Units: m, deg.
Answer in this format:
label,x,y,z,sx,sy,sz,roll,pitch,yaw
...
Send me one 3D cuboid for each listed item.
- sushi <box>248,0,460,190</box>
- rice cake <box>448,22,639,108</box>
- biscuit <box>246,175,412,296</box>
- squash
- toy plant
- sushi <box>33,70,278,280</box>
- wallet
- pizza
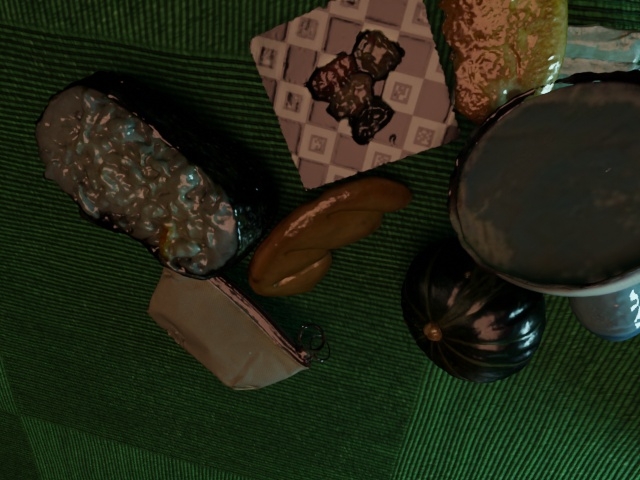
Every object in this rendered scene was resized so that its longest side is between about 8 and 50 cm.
label,x,y,z,sx,sy,sz,roll,pitch,yaw
sushi,0.048,-0.210,0.614,0.231,0.047,0.220,-17,108,16
rice cake,0.281,-0.211,0.559,0.210,0.038,0.124,13,120,7
biscuit,-0.002,-0.002,0.699,0.154,0.045,0.299,18,129,-41
squash,0.220,0.098,0.658,0.172,0.218,0.218,-29,113,-16
toy plant,0.330,-0.015,0.532,0.247,0.247,0.332,-37,139,27
sushi,-0.233,-0.097,0.669,0.349,0.171,0.211,32,118,-3
wallet,-0.178,0.165,0.838,0.335,0.068,0.274,42,127,-9
pizza,0.212,-0.229,0.512,0.134,0.056,0.271,-11,119,16
